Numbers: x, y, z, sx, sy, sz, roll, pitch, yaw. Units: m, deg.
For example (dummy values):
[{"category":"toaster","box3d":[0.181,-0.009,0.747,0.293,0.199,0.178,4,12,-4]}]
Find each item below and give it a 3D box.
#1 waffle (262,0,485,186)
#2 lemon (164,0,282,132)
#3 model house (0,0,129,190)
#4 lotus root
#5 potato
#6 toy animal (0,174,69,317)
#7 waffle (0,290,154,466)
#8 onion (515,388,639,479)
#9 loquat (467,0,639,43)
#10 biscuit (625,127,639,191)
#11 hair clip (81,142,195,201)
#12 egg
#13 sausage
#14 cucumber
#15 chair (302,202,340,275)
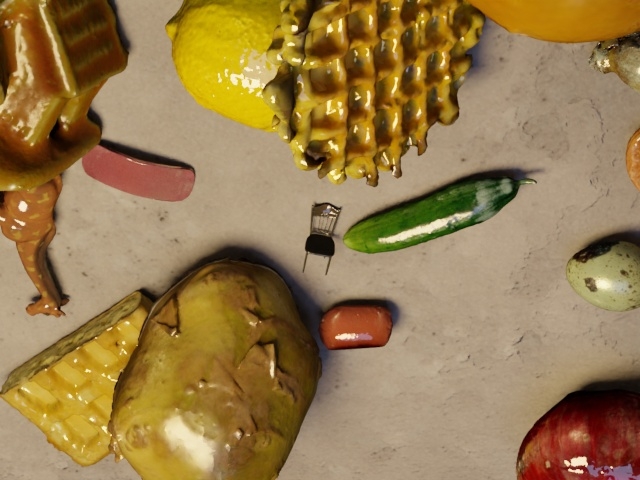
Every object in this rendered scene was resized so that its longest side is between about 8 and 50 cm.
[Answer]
[{"category":"waffle","box3d":[0.055,-0.200,1.591,0.062,0.329,0.329,29,139,38]},{"category":"lemon","box3d":[-0.062,-0.204,1.663,0.193,0.181,0.181,3,128,18]},{"category":"model house","box3d":[-0.324,-0.185,1.683,0.173,0.268,0.239,37,123,4]},{"category":"lotus root","box3d":[0.373,-0.192,1.687,0.165,0.088,0.088,14,128,8]},{"category":"potato","box3d":[-0.114,0.190,1.904,0.246,0.196,0.300,22,105,-25]},{"category":"toy animal","box3d":[-0.369,-0.012,1.908,0.229,0.066,0.224,31,124,-23]},{"category":"waffle","box3d":[-0.274,0.183,2.050,0.274,0.057,0.168,-33,118,27]},{"category":"onion","box3d":[0.371,0.290,1.985,0.246,0.190,0.246,16,144,12]},{"category":"loquat","box3d":[0.229,-0.337,1.439,0.328,0.328,0.328,3,127,4]},{"category":"biscuit","box3d":[0.495,-0.054,1.797,0.324,0.049,0.205,22,125,-11]},{"category":"hair clip","box3d":[-0.219,-0.080,1.867,0.137,0.022,0.054,16,130,-7]},{"category":"egg","box3d":[0.347,0.041,1.862,0.110,0.085,0.085,14,129,15]},{"category":"sausage","box3d":[0.045,0.108,1.961,0.094,0.059,0.054,-4,83,9]},{"category":"cucumber","box3d":[0.137,-0.029,1.849,0.250,0.056,0.056,-21,122,21]},{"category":"chair","box3d":[0.000,0.001,1.893,0.037,0.042,0.086,8,128,-5]}]
